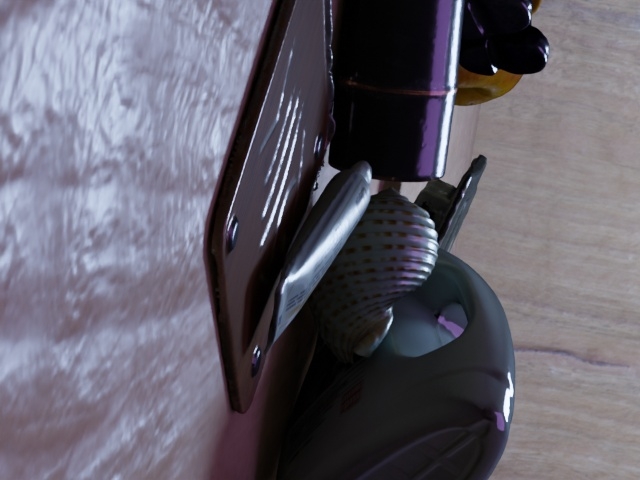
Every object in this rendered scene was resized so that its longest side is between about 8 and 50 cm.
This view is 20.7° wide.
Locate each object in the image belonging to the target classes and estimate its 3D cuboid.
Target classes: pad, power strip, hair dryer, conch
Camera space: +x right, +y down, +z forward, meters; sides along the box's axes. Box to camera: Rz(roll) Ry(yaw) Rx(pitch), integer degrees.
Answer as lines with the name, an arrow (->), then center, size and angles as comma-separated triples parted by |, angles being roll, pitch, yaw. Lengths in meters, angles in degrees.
pad -> -0.031, -0.046, 1.291 | 0.284, 0.018, 0.286 | 88, 16, -59
power strip -> 0.124, 0.009, 2.200 | 0.257, 0.092, 0.251 | -44, 152, -78
hair dryer -> 0.072, -0.183, 1.640 | 0.352, 0.107, 0.189 | -81, 178, -75
conch -> 0.036, 0.025, 1.556 | 0.153, 0.102, 0.135 | -53, -177, -19

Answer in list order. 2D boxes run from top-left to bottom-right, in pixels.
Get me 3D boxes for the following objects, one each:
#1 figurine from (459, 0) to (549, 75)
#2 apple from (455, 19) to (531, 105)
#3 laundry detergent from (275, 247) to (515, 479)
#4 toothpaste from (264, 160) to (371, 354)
figurine -> 0.170, -0.327, 1.760 | 0.332, 0.204, 0.185 | -65, 148, -26
apple -> 0.149, -0.238, 1.909 | 0.195, 0.160, 0.173 | 91, -11, -80
laundry detergent -> 0.077, 0.105, 1.638 | 0.264, 0.125, 0.398 | -45, -160, 29
toothpaste -> 0.000, 0.000, 1.372 | 0.255, 0.037, 0.067 | -60, 166, -57
